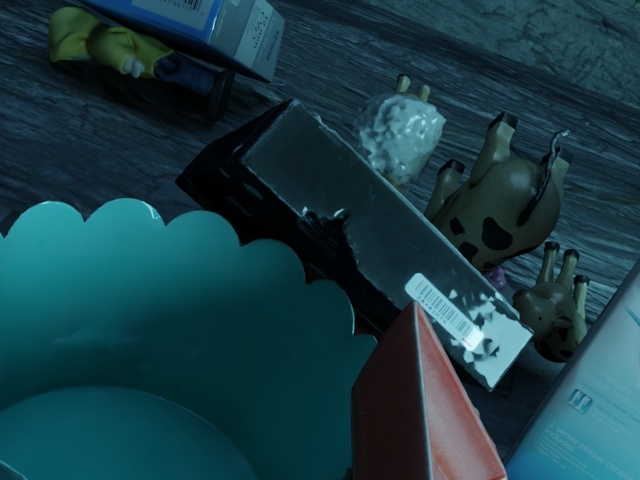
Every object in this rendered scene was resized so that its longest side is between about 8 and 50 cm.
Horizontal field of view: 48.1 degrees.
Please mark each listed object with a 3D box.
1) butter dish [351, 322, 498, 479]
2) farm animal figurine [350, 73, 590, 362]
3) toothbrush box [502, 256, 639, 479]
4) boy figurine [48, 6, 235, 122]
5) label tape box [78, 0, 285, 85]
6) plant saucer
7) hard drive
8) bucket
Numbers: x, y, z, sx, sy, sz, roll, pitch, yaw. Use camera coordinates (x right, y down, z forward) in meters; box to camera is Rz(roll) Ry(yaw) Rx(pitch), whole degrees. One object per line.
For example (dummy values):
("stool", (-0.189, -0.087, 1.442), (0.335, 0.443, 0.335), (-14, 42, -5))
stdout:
("butter dish", (0.055, 0.161, 0.589), (0.160, 0.118, 0.160), (38, -10, 26))
("farm animal figurine", (0.165, 0.018, 0.768), (0.331, 0.326, 0.172), (21, 57, 5))
("toothbrush box", (0.300, 0.115, 0.644), (0.126, 0.295, 0.216), (35, 32, 20))
("boy figurine", (-0.275, -0.268, 1.077), (0.285, 0.092, 0.177), (18, 17, -6))
("label tape box", (-0.199, -0.353, 1.125), (0.249, 0.115, 0.348), (22, 8, 12))
("plant saucer", (0.071, 0.203, 0.364), (0.048, 0.258, 0.259), (-13, 50, 17))
("hard drive", (0.000, 0.000, 0.613), (0.237, 0.064, 0.339), (43, -11, -14))
("bucket", (-0.112, 0.119, 0.459), (0.281, 0.183, 0.281), (17, 30, -10))
